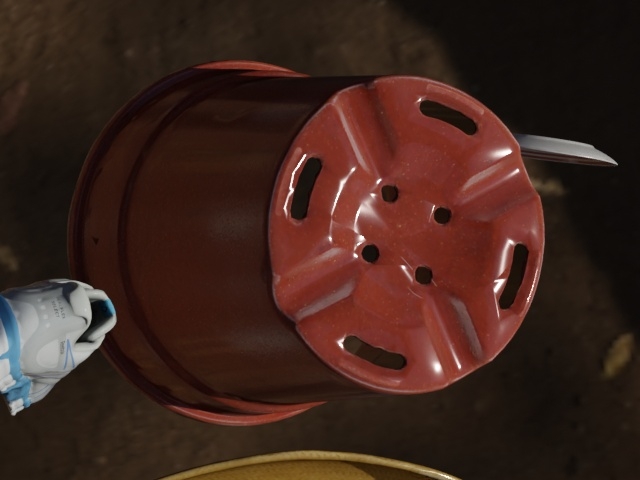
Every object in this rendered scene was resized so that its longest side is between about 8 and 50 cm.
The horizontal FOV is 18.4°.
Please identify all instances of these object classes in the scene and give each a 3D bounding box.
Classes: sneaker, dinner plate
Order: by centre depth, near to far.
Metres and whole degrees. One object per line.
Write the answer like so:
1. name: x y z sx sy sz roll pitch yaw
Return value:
1. sneaker: -0.163 0.059 1.197 0.083 0.191 0.071 -19 86 -8
2. dinner plate: 0.196 -0.083 1.770 0.141 0.141 0.017 7 92 -27

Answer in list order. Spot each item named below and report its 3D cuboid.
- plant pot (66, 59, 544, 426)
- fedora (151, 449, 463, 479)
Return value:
1. plant pot: 0.000 0.000 1.346 0.272 0.265 0.272 0 89 -26
2. fedora: -0.018 0.139 0.508 0.194 0.194 0.079 5 38 -28
